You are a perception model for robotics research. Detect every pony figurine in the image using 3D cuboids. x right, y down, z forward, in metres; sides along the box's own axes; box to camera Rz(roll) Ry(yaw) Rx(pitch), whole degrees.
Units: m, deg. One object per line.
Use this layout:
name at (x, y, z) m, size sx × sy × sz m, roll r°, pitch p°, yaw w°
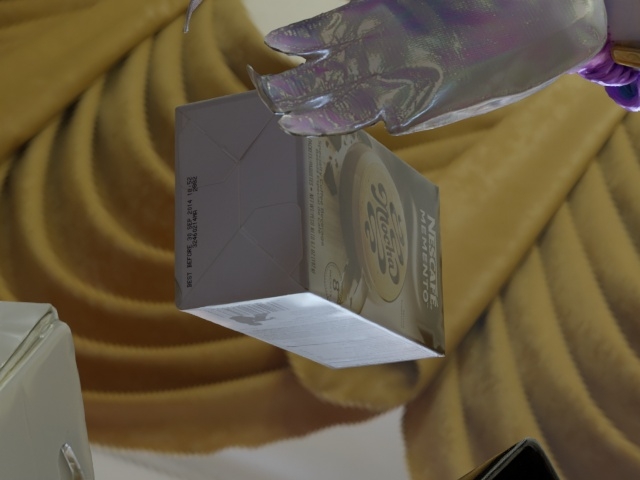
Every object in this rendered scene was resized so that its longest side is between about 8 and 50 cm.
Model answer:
pony figurine at (0.103, -0.206, 0.759) m, size 0.303 × 0.351 × 0.363 m, roll -119°, pitch -158°, yaw -60°

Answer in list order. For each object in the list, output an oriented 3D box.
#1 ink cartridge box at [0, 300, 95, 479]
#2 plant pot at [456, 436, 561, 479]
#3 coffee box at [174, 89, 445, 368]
ink cartridge box at (-0.204, 0.105, 0.571) m, size 0.212 × 0.093 × 0.154 m, roll 2°, pitch -63°, yaw 11°
plant pot at (0.057, 0.243, 0.745) m, size 0.167 × 0.187 × 0.188 m, roll -31°, pitch -93°, yaw 34°
coffee box at (0.000, 0.000, 1.202) m, size 0.119 × 0.168 × 0.297 m, roll -9°, pitch -16°, yaw 23°
